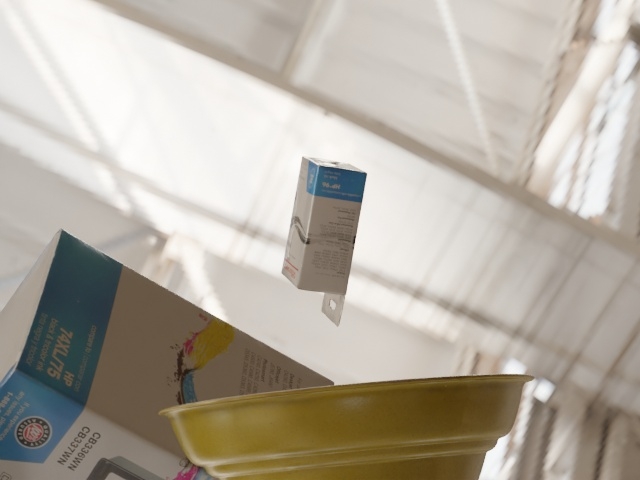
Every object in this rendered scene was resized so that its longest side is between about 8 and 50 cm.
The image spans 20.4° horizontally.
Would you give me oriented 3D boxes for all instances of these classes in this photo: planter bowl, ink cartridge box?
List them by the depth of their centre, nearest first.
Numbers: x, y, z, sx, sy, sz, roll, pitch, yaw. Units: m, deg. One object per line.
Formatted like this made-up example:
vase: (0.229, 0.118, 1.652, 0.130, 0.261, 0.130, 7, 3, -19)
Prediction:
ink cartridge box: (0.000, 0.000, 0.945, 0.028, 0.083, 0.048, 8, -173, -12)
planter bowl: (0.019, 0.132, 1.016, 0.217, 0.217, 0.090, -1, -100, -29)
ink cartridge box: (-0.154, 0.170, 1.421, 0.270, 0.198, 0.197, 30, -151, -15)
